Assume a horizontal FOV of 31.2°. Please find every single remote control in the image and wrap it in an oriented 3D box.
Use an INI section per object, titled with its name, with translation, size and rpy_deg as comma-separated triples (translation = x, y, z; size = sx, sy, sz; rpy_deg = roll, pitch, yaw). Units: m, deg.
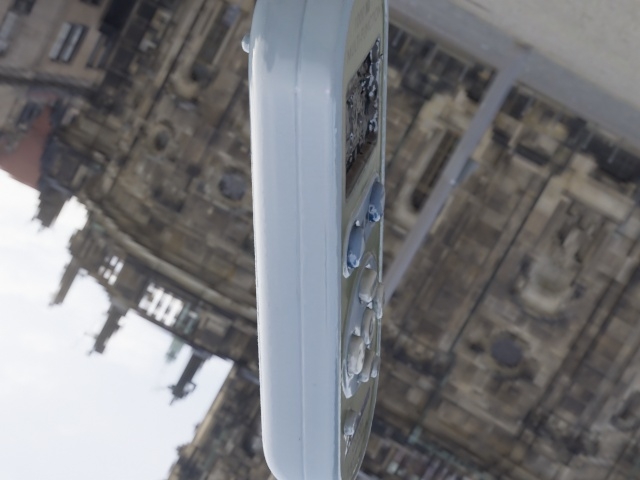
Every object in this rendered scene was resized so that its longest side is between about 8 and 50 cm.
[remote control]
translation = 0.000, 0.000, 0.464
size = 0.047, 0.244, 0.087
rpy_deg = 9, -149, 16
